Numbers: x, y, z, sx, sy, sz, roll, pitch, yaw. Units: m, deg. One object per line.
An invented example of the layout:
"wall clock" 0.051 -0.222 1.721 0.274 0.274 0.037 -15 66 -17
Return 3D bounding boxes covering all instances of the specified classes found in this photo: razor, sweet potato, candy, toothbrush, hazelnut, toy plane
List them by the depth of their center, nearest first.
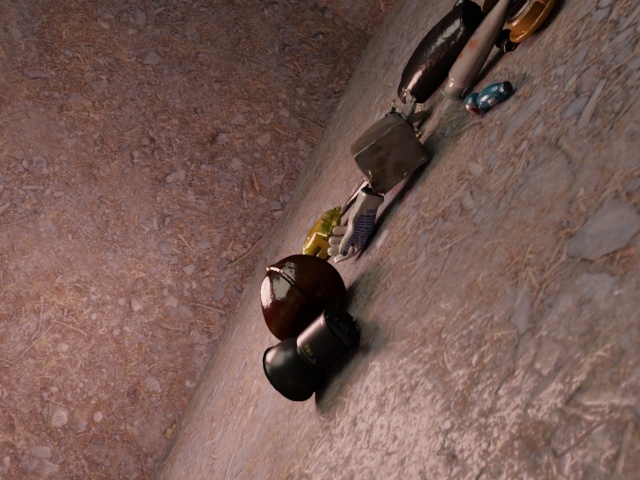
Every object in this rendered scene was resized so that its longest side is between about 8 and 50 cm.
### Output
"hazelnut" -0.051 0.138 1.502 0.229 0.229 0.229 -57 12 18
"candy" 0.168 -0.221 1.525 0.185 0.137 0.195 -38 15 11
"sweet potato" 0.478 -0.650 1.529 0.081 0.062 0.233 -61 8 0
"razor" 0.343 -0.547 1.739 0.327 0.107 0.189 -46 19 51
"toy plane" 0.220 -0.306 1.740 0.262 0.088 0.192 -59 38 28
"toothbrush" 0.105 -0.139 1.975 0.297 0.030 0.030 -49 42 41

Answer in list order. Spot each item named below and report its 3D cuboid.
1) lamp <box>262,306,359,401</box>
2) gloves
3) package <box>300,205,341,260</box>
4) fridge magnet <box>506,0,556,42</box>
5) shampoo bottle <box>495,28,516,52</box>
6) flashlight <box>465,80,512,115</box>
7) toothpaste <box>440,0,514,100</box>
"lamp" 0.001 0.227 1.298 0.227 0.147 0.172 -45 -6 26
"gloves" 0.095 -0.036 1.584 0.229 0.097 0.119 -56 -4 20
"package" 0.000 0.000 1.924 0.226 0.090 0.168 -56 10 35
"fridge magnet" 0.443 -0.485 1.249 0.143 0.063 0.143 -57 14 23
"shampoo bottle" 0.424 -0.463 1.370 0.048 0.027 0.137 -54 12 28
"flashlight" 0.350 -0.300 1.239 0.051 0.051 0.129 -64 14 -18
"toothpaste" 0.379 -0.466 1.368 0.100 0.066 0.323 -48 -10 -45
